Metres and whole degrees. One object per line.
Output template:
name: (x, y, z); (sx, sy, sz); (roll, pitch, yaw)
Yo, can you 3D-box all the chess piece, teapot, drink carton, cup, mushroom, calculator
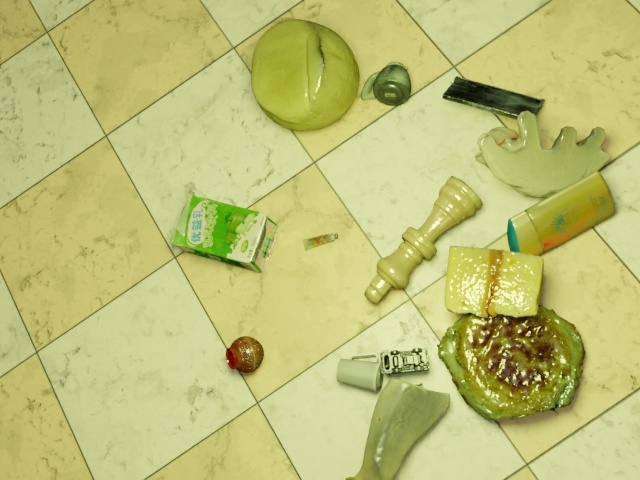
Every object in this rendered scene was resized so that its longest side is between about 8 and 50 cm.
chess piece: (0.259, 0.010, 1.810); (0.117, 0.117, 0.397); (42, 87, 20)
teapot: (0.204, -0.456, 1.982); (0.111, 0.149, 0.108); (26, 60, -19)
drink carton: (-0.269, -0.023, 1.937); (0.270, 0.108, 0.161); (14, 77, 16)
cup: (0.109, 0.336, 1.770); (0.116, 0.074, 0.104); (7, 51, 19)
mushroom: (0.182, 0.494, 1.672); (0.159, 0.122, 0.329); (23, 80, 27)
calculator: (0.477, -0.393, 1.881); (0.261, 0.021, 0.161); (21, 39, 19)

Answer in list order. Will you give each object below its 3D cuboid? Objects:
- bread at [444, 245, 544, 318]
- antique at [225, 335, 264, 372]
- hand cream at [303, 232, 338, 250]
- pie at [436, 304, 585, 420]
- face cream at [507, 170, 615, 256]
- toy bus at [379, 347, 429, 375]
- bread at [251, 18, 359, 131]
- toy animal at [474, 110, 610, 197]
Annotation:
bread: (0.430, 0.120, 1.703); (0.239, 0.135, 0.178); (5, 72, 23)
antique: (-0.199, 0.307, 1.827); (0.104, 0.104, 0.104); (-4, 73, 12)
hand cream: (0.000, 0.000, 1.917); (0.102, 0.022, 0.035); (-15, 78, 12)
pie: (0.473, 0.289, 1.678); (0.354, 0.103, 0.289); (-11, 73, 9)
face cream: (0.610, -0.054, 1.747); (0.285, 0.067, 0.139); (-29, 114, 3)
toy bus: (0.218, 0.312, 1.742); (0.122, 0.075, 0.060); (-7, 71, 11)
bread: (-0.042, -0.475, 1.966); (0.320, 0.237, 0.321); (-9, 70, 26)
toy animal: (0.578, -0.230, 1.802); (0.307, 0.188, 0.266); (-34, 93, -5)
